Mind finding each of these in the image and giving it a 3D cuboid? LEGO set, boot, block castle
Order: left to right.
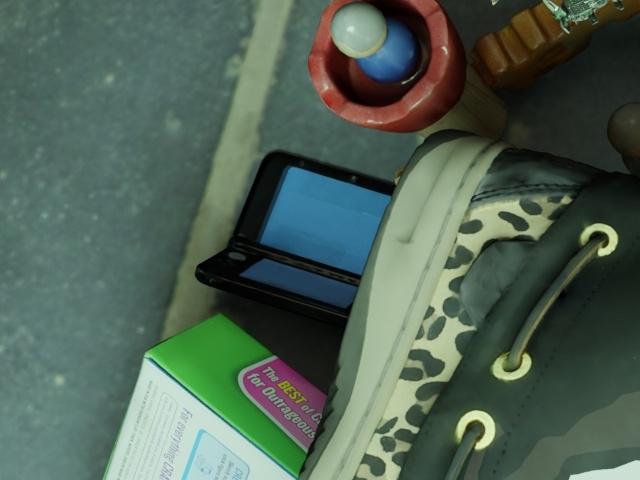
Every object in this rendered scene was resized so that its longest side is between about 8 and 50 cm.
[{"bbox_3d":[0.126,-0.126,0.851,0.083,0.023,0.054,29,77,39],"label":"LEGO set"},{"bbox_3d":[0.136,0.137,0.691,0.284,0.138,0.377,6,65,23],"label":"boot"},{"bbox_3d":[0.206,0.002,0.893,0.303,0.213,0.453,-33,69,16],"label":"block castle"}]

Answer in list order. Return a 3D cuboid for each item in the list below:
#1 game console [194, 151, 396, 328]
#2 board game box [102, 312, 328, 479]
[{"bbox_3d":[0.000,0.000,1.044,0.122,0.107,0.071,17,105,13],"label":"game console"},{"bbox_3d":[0.011,0.225,0.886,0.316,0.064,0.242,37,126,21],"label":"board game box"}]
